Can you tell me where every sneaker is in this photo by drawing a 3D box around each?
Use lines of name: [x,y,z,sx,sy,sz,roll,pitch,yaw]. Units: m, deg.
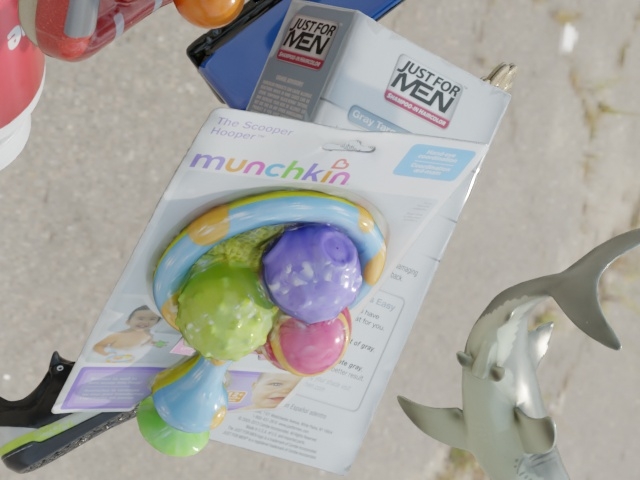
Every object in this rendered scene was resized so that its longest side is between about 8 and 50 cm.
sneaker: [-0.237,0.146,1.301,0.235,0.097,0.084,-27,169,-18]

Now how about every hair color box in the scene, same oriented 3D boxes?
hair color box: [0.000,0.000,1.123,0.185,0.114,0.374,22,93,-34]

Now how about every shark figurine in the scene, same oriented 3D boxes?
shark figurine: [0.156,0.081,0.935,0.116,0.166,0.278,-37,144,-37]

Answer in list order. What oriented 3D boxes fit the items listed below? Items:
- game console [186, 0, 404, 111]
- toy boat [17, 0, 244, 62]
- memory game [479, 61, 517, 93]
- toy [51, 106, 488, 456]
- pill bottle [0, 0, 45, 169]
game console: [-0.004,-0.256,1.638,0.293,0.173,0.250,-37,161,-1]
toy boat: [-0.128,-0.223,1.041,0.231,0.151,0.151,-49,164,-47]
memory game: [0.152,-0.123,1.399,0.186,0.012,0.186,-44,168,-12]
toy: [-0.028,0.039,0.610,0.137,0.237,0.056,4,54,-29]
pill bottle: [-0.425,-0.241,1.406,0.407,0.229,0.229,102,13,-60]
